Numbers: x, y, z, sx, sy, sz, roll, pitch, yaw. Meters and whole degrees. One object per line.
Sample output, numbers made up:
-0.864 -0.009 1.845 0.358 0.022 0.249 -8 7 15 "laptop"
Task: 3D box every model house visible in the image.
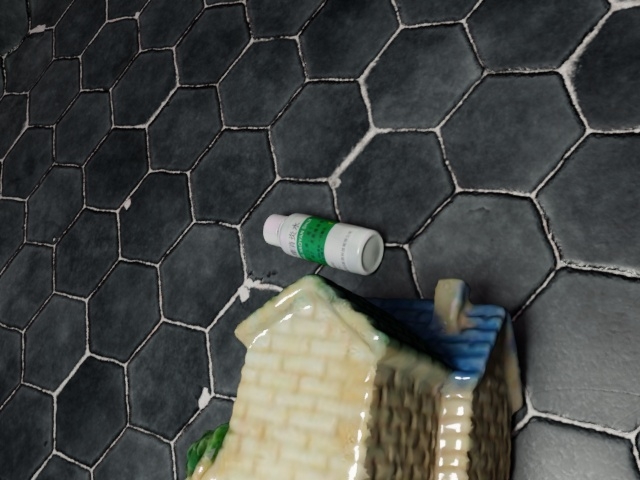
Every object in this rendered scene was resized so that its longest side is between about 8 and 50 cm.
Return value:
0.058 0.230 1.034 0.395 0.445 0.400 3 75 37 "model house"

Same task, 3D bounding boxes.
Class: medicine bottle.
0.000 0.000 1.383 0.260 0.095 0.095 14 80 38 "medicine bottle"
